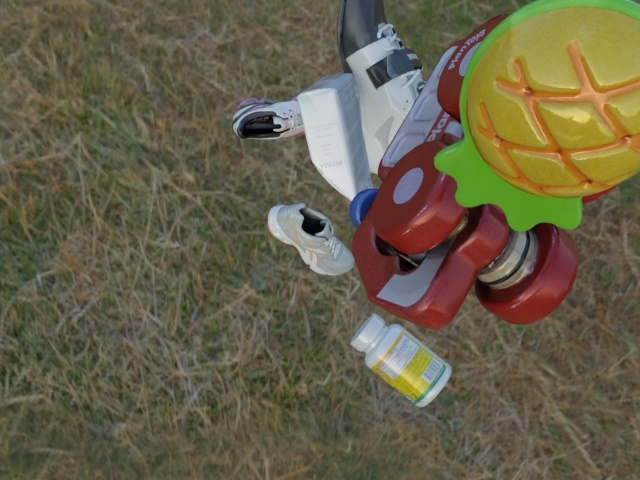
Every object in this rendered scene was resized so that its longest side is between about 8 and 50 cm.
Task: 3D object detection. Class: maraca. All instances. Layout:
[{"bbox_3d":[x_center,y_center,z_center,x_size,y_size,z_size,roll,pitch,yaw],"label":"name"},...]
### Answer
[{"bbox_3d":[0.142,-0.071,0.527,0.127,0.186,0.099,27,50,2],"label":"maraca"}]

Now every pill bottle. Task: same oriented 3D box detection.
[{"bbox_3d":[0.172,0.257,1.874,0.208,0.117,0.117,39,60,0],"label":"pill bottle"}]

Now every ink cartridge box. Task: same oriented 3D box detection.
[{"bbox_3d":[0.030,-0.099,1.137,0.056,0.225,0.181,-7,15,11],"label":"ink cartridge box"}]

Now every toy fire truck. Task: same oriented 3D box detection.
[{"bbox_3d":[0.132,-0.065,0.827,0.169,0.254,0.302,32,84,-24],"label":"toy fire truck"}]

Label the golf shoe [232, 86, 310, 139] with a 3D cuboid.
[{"bbox_3d":[-0.041,-0.183,1.300,0.186,0.067,0.086,-11,31,4],"label":"golf shoe"}]

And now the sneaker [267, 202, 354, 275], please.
[{"bbox_3d":[0.000,0.000,2.044,0.262,0.121,0.099,35,60,-32],"label":"sneaker"}]

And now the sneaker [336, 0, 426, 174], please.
[{"bbox_3d":[0.116,-0.260,1.357,0.146,0.330,0.122,7,28,32],"label":"sneaker"}]
